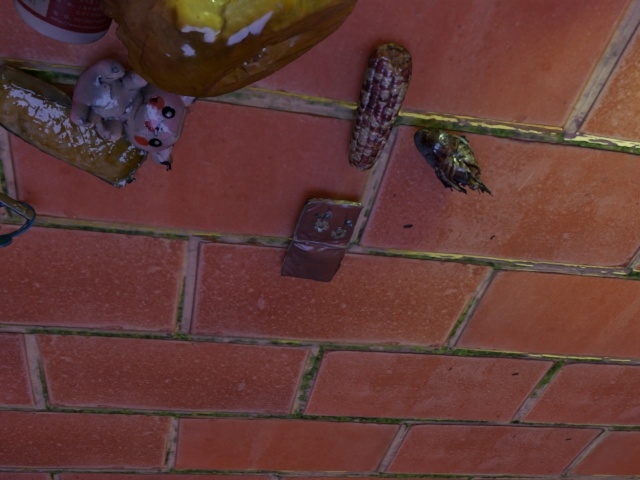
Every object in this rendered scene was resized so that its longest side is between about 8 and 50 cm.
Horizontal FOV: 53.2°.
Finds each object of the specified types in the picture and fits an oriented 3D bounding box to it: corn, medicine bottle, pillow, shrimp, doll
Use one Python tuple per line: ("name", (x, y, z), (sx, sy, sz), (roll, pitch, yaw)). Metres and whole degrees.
("corn", (0.093, -0.218, 1.082), (0.079, 0.079, 0.237), (6, 136, -12))
("medicine bottle", (-0.308, -0.389, 0.823), (0.131, 0.131, 0.250), (17, 130, -22))
("pillow", (0.000, 0.000, 1.297), (0.126, 0.043, 0.232), (7, 133, -15))
("shrimp", (0.255, -0.140, 1.174), (0.233, 0.079, 0.090), (32, 85, -34))
("doll", (-0.295, -0.209, 1.021), (0.192, 0.095, 0.149), (24, 109, -26))

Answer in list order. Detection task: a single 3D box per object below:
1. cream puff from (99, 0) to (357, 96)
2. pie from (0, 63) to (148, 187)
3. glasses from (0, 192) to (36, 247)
("cream puff", (-0.107, -0.332, 0.793), (0.343, 0.327, 0.231), (-24, 96, 45))
("pie", (-0.417, -0.180, 1.059), (0.282, 0.068, 0.128), (29, 122, -34))
("glasses", (-0.627, -0.099, 1.118), (0.239, 0.102, 0.207), (5, 105, -10))
